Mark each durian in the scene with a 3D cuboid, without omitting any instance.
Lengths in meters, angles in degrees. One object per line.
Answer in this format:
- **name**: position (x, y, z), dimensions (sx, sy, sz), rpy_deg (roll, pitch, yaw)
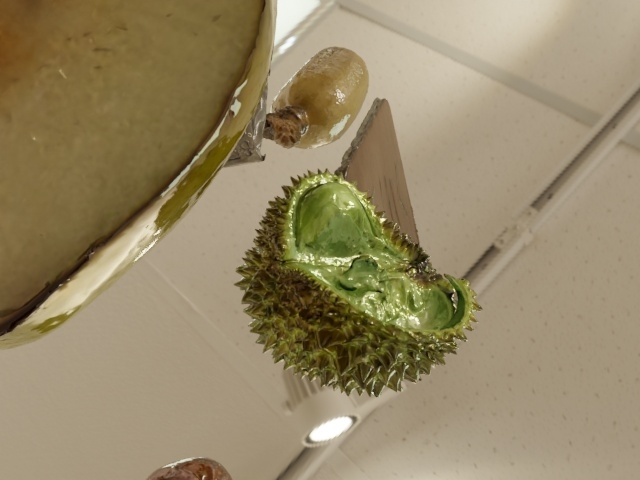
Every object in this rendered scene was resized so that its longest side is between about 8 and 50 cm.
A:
- **durian**: position (0.030, 0.054, 0.812), dimensions (0.237, 0.176, 0.200), rpy_deg (33, -123, 1)

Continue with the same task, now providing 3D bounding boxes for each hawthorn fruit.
- **hawthorn fruit**: position (-0.217, 0.429, 1.271), dimensions (0.173, 0.173, 0.172), rpy_deg (-12, -124, 17)

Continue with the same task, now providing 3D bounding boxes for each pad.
- **pad**: position (0.090, -0.023, 1.113), dimensions (0.018, 0.286, 0.284), rpy_deg (-6, -152, 20)

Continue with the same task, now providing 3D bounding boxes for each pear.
- **pear**: position (-0.181, -0.118, 0.527), dimensions (0.341, 0.191, 0.386), rpy_deg (14, -96, 12)

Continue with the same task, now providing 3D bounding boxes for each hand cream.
- **hand cream**: position (-0.109, -0.225, 1.119), dimensions (0.084, 0.050, 0.256), rpy_deg (-2, -98, 20)

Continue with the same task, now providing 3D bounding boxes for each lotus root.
- **lotus root**: position (0.003, -0.242, 1.396), dimensions (0.146, 0.131, 0.303), rpy_deg (-41, -170, 41)
